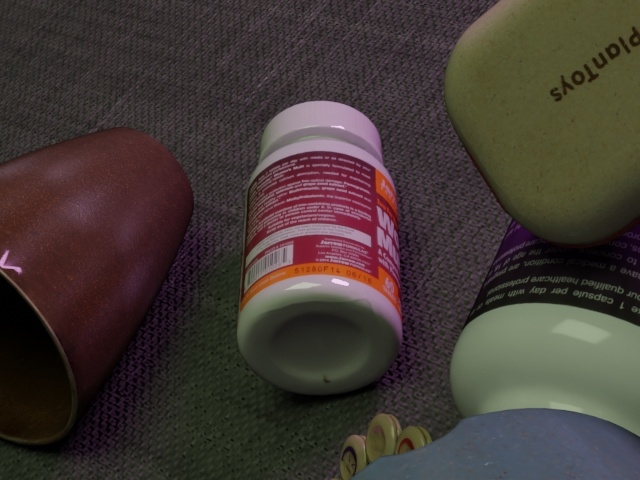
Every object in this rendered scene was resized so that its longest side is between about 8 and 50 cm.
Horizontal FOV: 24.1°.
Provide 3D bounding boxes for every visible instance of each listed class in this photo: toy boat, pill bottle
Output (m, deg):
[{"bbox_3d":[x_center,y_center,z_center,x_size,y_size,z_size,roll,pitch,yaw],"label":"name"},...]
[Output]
[{"bbox_3d":[0.195,-0.102,0.857,0.231,0.151,0.151,-38,74,29],"label":"toy boat"},{"bbox_3d":[0.000,0.000,1.149,0.121,0.121,0.221,-16,42,16],"label":"pill bottle"},{"bbox_3d":[0.195,0.040,0.945,0.182,0.181,0.323,4,50,34],"label":"pill bottle"}]

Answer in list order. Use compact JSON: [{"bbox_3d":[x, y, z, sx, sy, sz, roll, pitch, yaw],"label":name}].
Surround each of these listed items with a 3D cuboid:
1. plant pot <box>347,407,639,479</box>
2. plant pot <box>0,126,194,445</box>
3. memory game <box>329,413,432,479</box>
[{"bbox_3d":[0.133,0.267,0.665,0.341,0.341,0.334,-31,31,-2],"label":"plant pot"},{"bbox_3d":[-0.213,0.011,1.225,0.215,0.215,0.230,6,38,35],"label":"plant pot"},{"bbox_3d":[0.037,0.198,0.912,0.012,0.186,0.186,8,33,-25],"label":"memory game"}]
